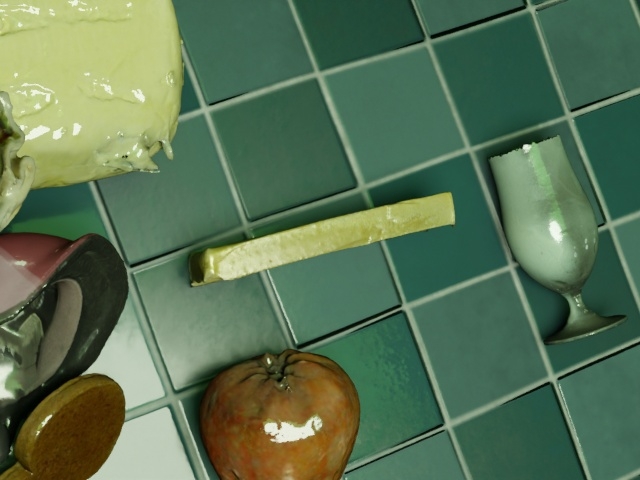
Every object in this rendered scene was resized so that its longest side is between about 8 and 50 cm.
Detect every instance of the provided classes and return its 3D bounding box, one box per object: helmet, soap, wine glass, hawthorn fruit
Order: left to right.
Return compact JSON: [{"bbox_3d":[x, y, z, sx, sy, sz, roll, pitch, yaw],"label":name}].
[{"bbox_3d":[-0.294,0.084,0.969,0.154,0.198,0.253,24,75,15],"label":"helmet"},{"bbox_3d":[-0.045,0.184,1.059,0.149,0.149,0.189,15,114,-14],"label":"hawthorn fruit"},{"bbox_3d":[0.000,-0.001,1.103,0.252,0.092,0.037,-13,89,-17],"label":"soap"},{"bbox_3d":[0.236,-0.003,1.171,0.093,0.093,0.202,-17,88,-17],"label":"wine glass"}]

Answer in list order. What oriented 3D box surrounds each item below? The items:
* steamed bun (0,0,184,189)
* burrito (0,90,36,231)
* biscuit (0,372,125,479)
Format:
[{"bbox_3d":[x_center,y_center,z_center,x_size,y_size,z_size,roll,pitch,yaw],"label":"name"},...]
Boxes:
[{"bbox_3d":[-0.248,-0.171,1.019,0.232,0.166,0.273,-19,95,-28],"label":"steamed bun"},{"bbox_3d":[-0.358,-0.036,0.910,0.135,0.332,0.190,-15,94,-43],"label":"burrito"},{"bbox_3d":[-0.234,0.192,1.009,0.026,0.124,0.175,27,80,27],"label":"biscuit"}]
